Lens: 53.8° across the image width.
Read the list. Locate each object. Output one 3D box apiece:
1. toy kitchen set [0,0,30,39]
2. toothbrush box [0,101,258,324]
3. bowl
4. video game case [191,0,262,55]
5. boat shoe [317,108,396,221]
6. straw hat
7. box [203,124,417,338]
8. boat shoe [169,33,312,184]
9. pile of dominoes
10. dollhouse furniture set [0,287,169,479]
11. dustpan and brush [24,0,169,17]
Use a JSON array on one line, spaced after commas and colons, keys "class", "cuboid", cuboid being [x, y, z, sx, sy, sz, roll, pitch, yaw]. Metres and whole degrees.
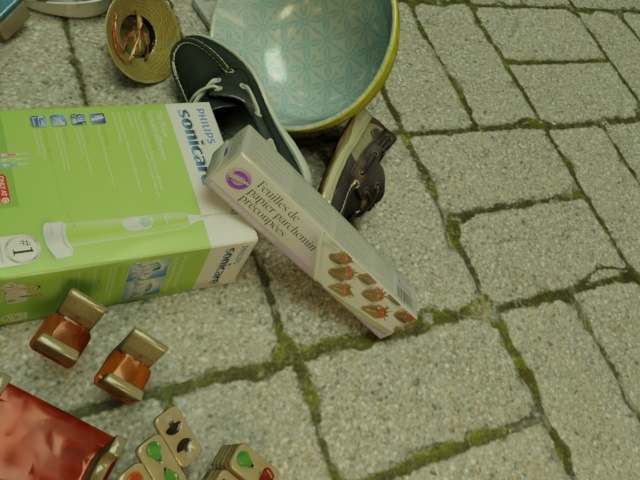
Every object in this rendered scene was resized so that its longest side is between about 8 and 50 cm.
[{"class": "toy kitchen set", "cuboid": [-0.418, -0.412, 0.828, 0.122, 0.166, 0.207, 31, 69, 3]}, {"class": "toothbrush box", "cuboid": [-0.245, -0.041, 0.736, 0.283, 0.122, 0.206, -11, 65, -28]}, {"class": "bowl", "cuboid": [-0.005, -0.295, 0.955, 0.289, 0.289, 0.156, 54, 17, 14]}, {"class": "video game case", "cuboid": [-0.115, -0.364, 1.061, 0.157, 0.019, 0.143, -23, 72, -34]}, {"class": "boat shoe", "cuboid": [0.050, -0.085, 0.909, 0.092, 0.103, 0.285, 23, 48, -3]}, {"class": "straw hat", "cuboid": [-0.276, -0.296, 0.916, 0.061, 0.145, 0.144, 5, 45, 31]}, {"class": "box", "cuboid": [0.000, 0.000, 0.768, 0.324, 0.063, 0.067, 43, 29, -28]}, {"class": "boat shoe", "cuboid": [-0.123, -0.171, 0.865, 0.303, 0.114, 0.091, 51, 23, 13]}, {"class": "pile of dominoes", "cuboid": [-0.129, 0.305, 0.582, 0.196, 0.040, 0.251, 46, 50, -18]}, {"class": "dollhouse furniture set", "cuboid": [-0.316, 0.171, 0.594, 0.259, 0.135, 0.262, 35, 52, -15]}, {"class": "dustpan and brush", "cuboid": [-0.331, -0.378, 0.945, 0.211, 0.060, 0.147, 22, 54, -10]}]
